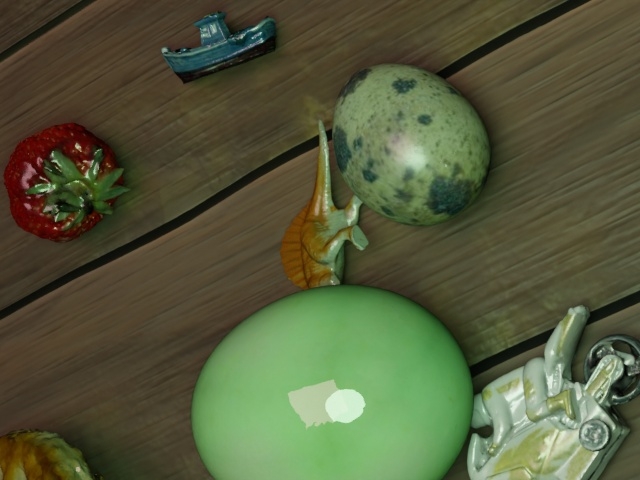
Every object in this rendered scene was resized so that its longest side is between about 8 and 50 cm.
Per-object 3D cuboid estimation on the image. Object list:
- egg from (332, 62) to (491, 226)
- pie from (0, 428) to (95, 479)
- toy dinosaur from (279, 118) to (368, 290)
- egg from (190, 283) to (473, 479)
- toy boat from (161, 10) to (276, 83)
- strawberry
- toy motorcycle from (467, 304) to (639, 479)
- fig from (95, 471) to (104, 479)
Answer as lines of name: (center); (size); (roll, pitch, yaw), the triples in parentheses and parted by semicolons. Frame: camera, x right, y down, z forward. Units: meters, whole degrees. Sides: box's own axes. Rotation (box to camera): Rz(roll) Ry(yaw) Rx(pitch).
egg: (0.081, -0.095, 1.289); (0.141, 0.141, 0.182); (-46, 58, 15)
pie: (-0.305, 0.344, 1.404); (0.315, 0.092, 0.315); (-9, 78, 48)
toy dinosaur: (0.001, 0.001, 1.374); (0.142, 0.057, 0.212); (-35, 57, 39)
egg: (0.009, 0.153, 1.244); (0.269, 0.220, 0.220); (-20, 75, 23)
toy boat: (-0.110, -0.211, 1.439); (0.137, 0.060, 0.061); (-17, 96, 30)
strawberry: (-0.288, -0.063, 1.489); (0.148, 0.131, 0.131); (176, 100, -67)
toy motorcycle: (0.202, 0.168, 1.234); (0.151, 0.074, 0.229); (31, 99, 34)
fig: (-0.258, 0.292, 1.468); (0.050, 0.050, 0.083); (22, 77, 27)
